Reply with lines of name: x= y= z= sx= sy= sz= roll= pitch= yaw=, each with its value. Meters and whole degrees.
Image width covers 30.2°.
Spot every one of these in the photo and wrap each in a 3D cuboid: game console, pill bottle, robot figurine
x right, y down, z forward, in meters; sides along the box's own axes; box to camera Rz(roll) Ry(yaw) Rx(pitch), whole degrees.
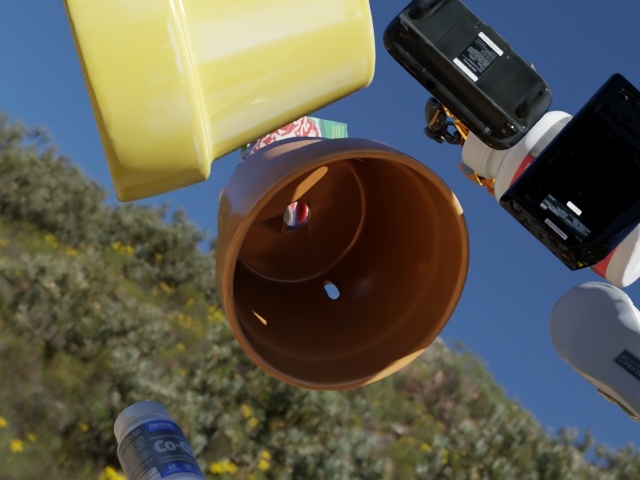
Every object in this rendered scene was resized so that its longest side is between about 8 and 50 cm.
game console: x=0.236 y=-0.151 z=1.344 sx=0.361 sy=0.213 sz=0.044 roll=44 pitch=-19 yaw=3
pill bottle: x=-0.179 y=0.244 z=1.305 sx=0.137 sy=0.078 sz=0.078 roll=53 pitch=-7 yaw=48
robot figurine: x=0.301 y=-0.192 z=2.022 sx=0.291 sy=0.211 sz=0.085 roll=44 pitch=19 yaw=-51
pill bottle: x=0.377 y=-0.086 z=1.794 sx=0.318 sy=0.176 sz=0.176 roll=37 pitch=-21 yaw=24

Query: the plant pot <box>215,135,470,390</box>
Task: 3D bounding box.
plant pot: x=0.000 y=0.000 z=1.385 sx=0.291 sy=0.291 sz=0.203 roll=55 pitch=-4 yaw=-31

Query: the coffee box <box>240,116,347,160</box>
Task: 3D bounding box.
coffee box: x=-0.045 y=-0.160 z=2.024 sx=0.184 sy=0.113 sz=0.040 roll=10 pitch=-27 yaw=-18

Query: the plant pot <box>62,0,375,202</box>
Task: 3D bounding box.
plant pot: x=-0.090 y=-0.183 z=1.010 sx=0.254 sy=0.239 sz=0.254 roll=165 pitch=-90 yaw=-82

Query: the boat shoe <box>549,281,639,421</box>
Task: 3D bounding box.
boat shoe: x=0.381 y=0.154 z=1.395 sx=0.105 sy=0.113 sz=0.306 roll=45 pitch=-2 yaw=-32

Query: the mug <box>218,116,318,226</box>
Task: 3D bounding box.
mug: x=-0.070 y=-0.095 z=1.772 sx=0.113 sy=0.169 sz=0.150 roll=12 pitch=-38 yaw=12
